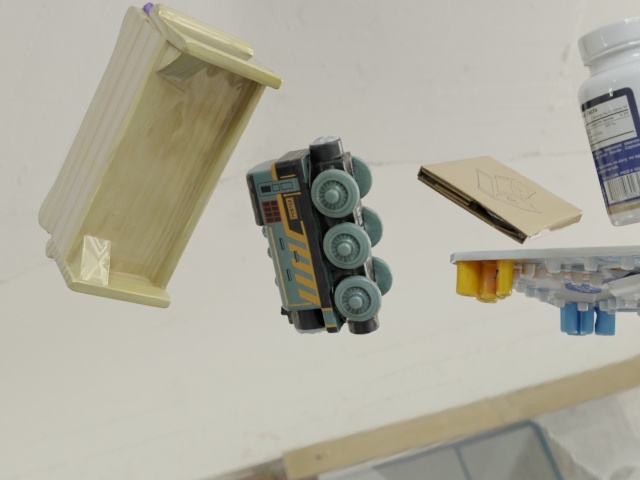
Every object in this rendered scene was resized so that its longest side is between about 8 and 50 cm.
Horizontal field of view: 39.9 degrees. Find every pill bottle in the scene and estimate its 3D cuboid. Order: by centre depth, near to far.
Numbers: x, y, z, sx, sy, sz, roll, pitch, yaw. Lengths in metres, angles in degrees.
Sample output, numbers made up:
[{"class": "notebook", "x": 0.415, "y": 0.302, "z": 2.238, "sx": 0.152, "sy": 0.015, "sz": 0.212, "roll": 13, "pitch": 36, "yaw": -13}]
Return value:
[{"class": "pill bottle", "x": 0.279, "y": -0.103, "z": 0.766, "sx": 0.094, "sy": 0.169, "sz": 0.094, "roll": -13, "pitch": -3, "yaw": -1}]

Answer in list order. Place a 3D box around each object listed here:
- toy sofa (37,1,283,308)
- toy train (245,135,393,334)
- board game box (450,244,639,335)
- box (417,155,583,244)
[{"class": "toy sofa", "x": -0.216, "y": -0.109, "z": 1.137, "sx": 0.150, "sy": 0.177, "sz": 0.362, "roll": 16, "pitch": -70, "yaw": -39}, {"class": "toy train", "x": 0.000, "y": 0.000, "z": 1.424, "sx": 0.190, "sy": 0.334, "sz": 0.142, "roll": -7, "pitch": 17, "yaw": 19}, {"class": "board game box", "x": 0.406, "y": 0.069, "z": 1.017, "sx": 0.390, "sy": 0.050, "sz": 0.390, "roll": -2, "pitch": -14, "yaw": 36}, {"class": "box", "x": 0.239, "y": -0.058, "z": 1.152, "sx": 0.201, "sy": 0.164, "sz": 0.021, "roll": -14, "pitch": -47, "yaw": -54}]
